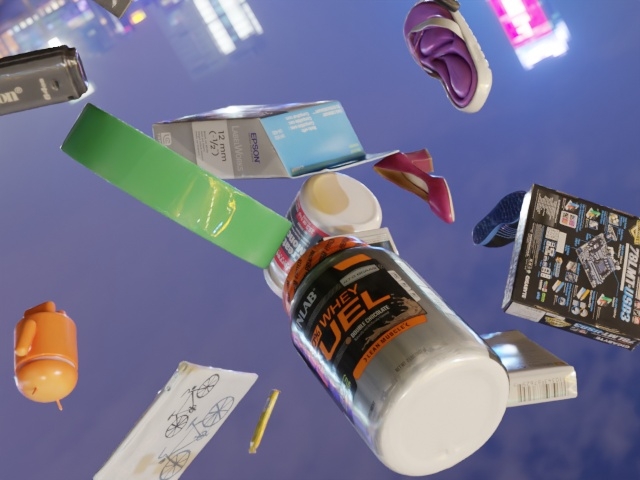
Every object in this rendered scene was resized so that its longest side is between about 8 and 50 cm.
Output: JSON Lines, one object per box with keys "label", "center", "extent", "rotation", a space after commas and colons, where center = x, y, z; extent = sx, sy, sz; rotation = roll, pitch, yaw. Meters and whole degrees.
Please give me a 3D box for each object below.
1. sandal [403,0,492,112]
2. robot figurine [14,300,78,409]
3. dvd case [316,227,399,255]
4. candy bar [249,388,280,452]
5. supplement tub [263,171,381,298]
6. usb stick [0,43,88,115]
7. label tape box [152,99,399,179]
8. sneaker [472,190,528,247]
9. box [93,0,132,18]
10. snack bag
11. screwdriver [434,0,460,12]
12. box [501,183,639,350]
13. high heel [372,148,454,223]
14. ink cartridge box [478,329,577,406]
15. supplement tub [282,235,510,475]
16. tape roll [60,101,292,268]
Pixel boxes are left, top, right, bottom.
{"label": "sandal", "center": [0.268, -0.443, 2.621], "extent": [0.416, 0.102, 0.169], "rotation": [59, -46, 50]}
{"label": "robot figurine", "center": [-0.556, 0.232, 2.314], "extent": [0.128, 0.158, 0.219], "rotation": [1, -127, -18]}
{"label": "dvd case", "center": [0.106, 0.095, 2.257], "extent": [0.179, 0.238, 0.029], "rotation": [-9, 161, -41]}
{"label": "candy bar", "center": [-0.132, 0.419, 2.667], "extent": [0.040, 0.018, 0.161], "rotation": [-20, -135, 66]}
{"label": "supplement tub", "center": [0.000, 0.000, 2.527], "extent": [0.191, 0.191, 0.272], "rotation": [-51, 174, -50]}
{"label": "usb stick", "center": [-0.433, -0.185, 1.434], "extent": [0.278, 0.077, 0.045], "rotation": [-12, -147, 0]}
{"label": "label tape box", "center": [-0.076, -0.176, 1.980], "extent": [0.348, 0.115, 0.249], "rotation": [-1, -168, 33]}
{"label": "sneaker", "center": [0.476, -0.051, 2.845], "extent": [0.090, 0.081, 0.232], "rotation": [8, 151, -29]}
{"label": "box", "center": [-0.362, -0.492, 1.806], "extent": [0.183, 0.231, 0.056], "rotation": [-49, -167, 27]}
{"label": "snack bag", "center": [-0.304, 0.387, 2.391], "extent": [0.323, 0.037, 0.342], "rotation": [-51, 156, 6]}
{"label": "screwdriver", "center": [0.168, -0.444, 1.961], "extent": [0.024, 0.170, 0.025], "rotation": [-44, -166, 54]}
{"label": "box", "center": [0.556, 0.054, 2.439], "extent": [0.073, 0.293, 0.295], "rotation": [115, -9, -63]}
{"label": "high heel", "center": [0.187, -0.102, 2.280], "extent": [0.117, 0.082, 0.244], "rotation": [-16, -136, -3]}
{"label": "ink cartridge box", "center": [0.262, 0.240, 2.058], "extent": [0.304, 0.072, 0.307], "rotation": [-8, -175, -6]}
{"label": "supplement tub", "center": [0.089, 0.145, 1.577], "extent": [0.207, 0.207, 0.338], "rotation": [-33, -140, -8]}
{"label": "tape roll", "center": [-0.192, -0.073, 1.548], "extent": [0.077, 0.321, 0.321], "rotation": [-59, -162, 0]}
